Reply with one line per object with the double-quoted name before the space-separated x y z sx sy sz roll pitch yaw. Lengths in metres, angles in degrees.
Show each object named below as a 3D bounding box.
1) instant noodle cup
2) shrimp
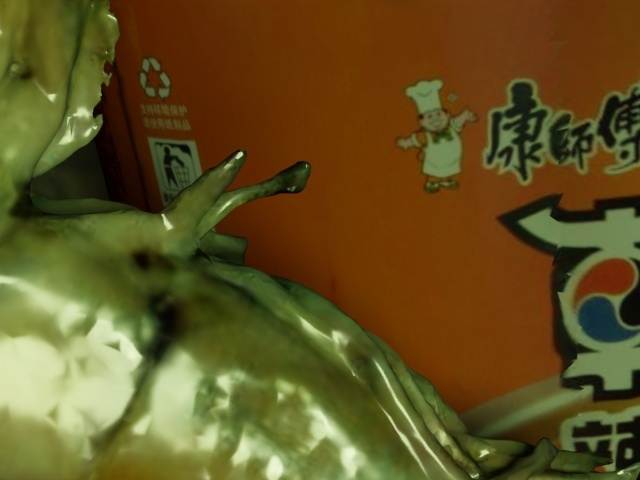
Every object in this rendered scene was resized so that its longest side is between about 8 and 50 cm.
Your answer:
"instant noodle cup" 0.049 -0.001 0.502 0.250 0.250 0.192 -6 104 -5
"shrimp" 0.000 0.000 0.354 0.296 0.058 0.169 29 93 -23
